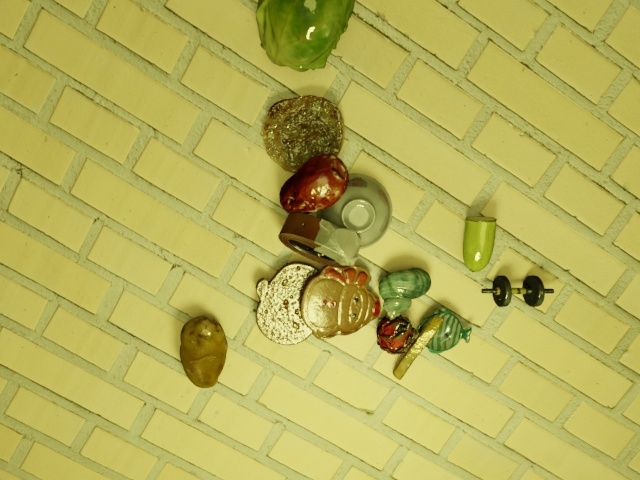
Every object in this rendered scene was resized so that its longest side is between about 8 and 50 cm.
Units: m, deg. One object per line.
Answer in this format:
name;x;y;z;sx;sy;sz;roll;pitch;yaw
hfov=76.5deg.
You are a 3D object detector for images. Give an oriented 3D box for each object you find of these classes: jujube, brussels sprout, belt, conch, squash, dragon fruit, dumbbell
jujube;-0.032;-0.220;1.658;0.318;0.223;0.223;-26;102;40
brussels sprout;-0.056;-0.863;1.497;0.343;0.361;0.425;18;99;-7
belt;0.000;0.000;1.698;0.339;0.217;0.122;22;66;4
conch;0.366;0.224;1.814;0.220;0.195;0.277;41;70;-33
squash;0.702;0.021;1.800;0.133;0.132;0.247;1;102;-2
dragon fruit;0.337;0.422;1.838;0.182;0.182;0.188;33;96;-7
dumbbell;0.889;0.228;1.831;0.326;0.143;0.143;0;100;-1

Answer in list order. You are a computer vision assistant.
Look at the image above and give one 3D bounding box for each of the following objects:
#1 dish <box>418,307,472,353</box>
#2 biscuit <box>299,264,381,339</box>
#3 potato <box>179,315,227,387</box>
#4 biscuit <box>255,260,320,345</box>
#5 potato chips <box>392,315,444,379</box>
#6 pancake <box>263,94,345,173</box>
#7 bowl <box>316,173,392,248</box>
dish;0.567;0.414;1.889;0.246;0.078;0.224;8;100;-2
biscuit;0.098;0.275;1.817;0.381;0.074;0.358;10;96;-15
potato;-0.532;0.510;1.851;0.196;0.176;0.368;-11;114;-39
biscuit;-0.138;0.277;1.845;0.350;0.070;0.394;35;95;-12
potato chips;0.428;0.503;1.848;0.057;0.080;0.406;35;117;17
pancake;-0.071;-0.446;1.726;0.356;0.065;0.355;0;100;0
bowl;0.154;-0.113;1.745;0.346;0.157;0.345;0;101;-1
